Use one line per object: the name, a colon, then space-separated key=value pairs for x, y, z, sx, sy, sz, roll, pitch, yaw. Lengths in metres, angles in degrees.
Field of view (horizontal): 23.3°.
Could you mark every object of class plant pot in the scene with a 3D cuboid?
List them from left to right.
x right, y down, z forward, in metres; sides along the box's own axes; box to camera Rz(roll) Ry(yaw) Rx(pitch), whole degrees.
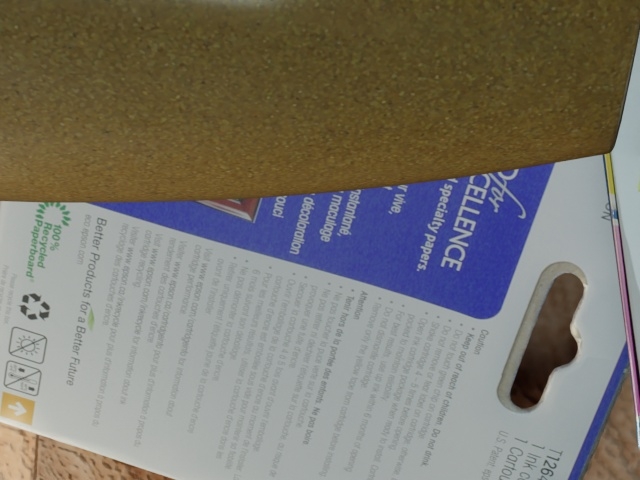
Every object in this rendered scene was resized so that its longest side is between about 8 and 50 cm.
plant pot: x=-0.018 y=-0.111 z=0.509 sx=0.254 sy=0.237 sz=0.237 roll=10 pitch=121 yaw=10

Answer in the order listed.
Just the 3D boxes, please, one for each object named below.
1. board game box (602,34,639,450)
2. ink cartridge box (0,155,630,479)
board game box: x=0.220 y=-0.085 z=0.584 sx=0.242 sy=0.064 sz=0.316 roll=-7 pitch=108 yaw=11
ink cartridge box: x=0.000 y=0.000 z=0.740 sx=0.307 sy=0.072 sz=0.303 roll=17 pitch=120 yaw=0
